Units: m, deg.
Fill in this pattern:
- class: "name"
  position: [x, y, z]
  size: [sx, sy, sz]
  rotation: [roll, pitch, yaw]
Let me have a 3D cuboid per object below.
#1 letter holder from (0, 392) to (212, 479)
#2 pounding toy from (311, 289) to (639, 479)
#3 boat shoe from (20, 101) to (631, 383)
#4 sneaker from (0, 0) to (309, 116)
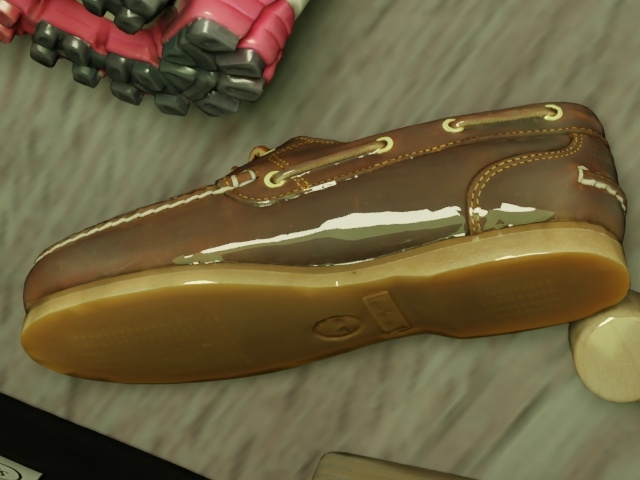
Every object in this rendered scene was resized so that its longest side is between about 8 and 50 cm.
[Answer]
- class: "letter holder"
  position: [-0.197, 0.151, 0.681]
  size: [0.302, 0.152, 0.214]
  rotation: [22, 103, 2]
- class: "pounding toy"
  position: [0.080, 0.122, 0.672]
  size: [0.181, 0.094, 0.206]
  rotation: [11, 101, 4]
- class: "boat shoe"
  position: [0.000, 0.000, 0.679]
  size: [0.207, 0.073, 0.073]
  rotation: [-8, 61, 4]
- class: "sneaker"
  position: [-0.134, -0.145, 0.654]
  size: [0.299, 0.121, 0.112]
  rotation: [24, 72, 3]
